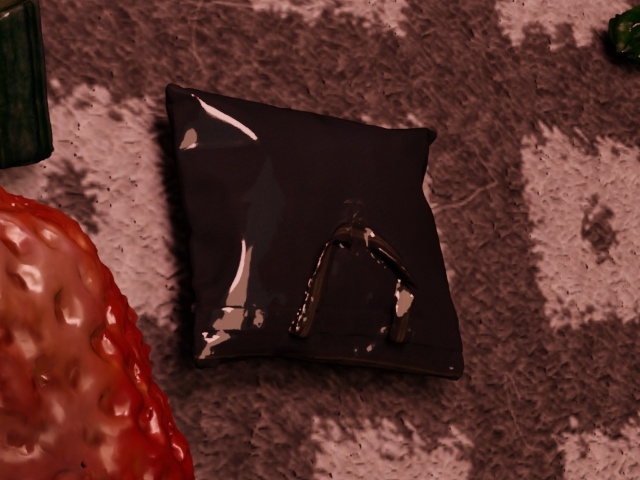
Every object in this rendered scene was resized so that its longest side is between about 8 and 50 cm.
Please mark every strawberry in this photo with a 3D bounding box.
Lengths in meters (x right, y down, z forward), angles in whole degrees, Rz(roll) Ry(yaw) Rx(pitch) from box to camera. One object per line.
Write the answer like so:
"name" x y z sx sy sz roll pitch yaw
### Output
"strawberry" -0.189 0.107 1.190 0.336 0.149 0.265 45 54 -16

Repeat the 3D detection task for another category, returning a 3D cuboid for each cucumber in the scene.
"cucumber" -0.221 -0.101 1.247 0.116 0.062 0.115 -29 124 -48

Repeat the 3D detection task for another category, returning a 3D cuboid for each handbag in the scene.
"handbag" 0.000 0.000 1.392 0.254 0.089 0.211 8 69 -37

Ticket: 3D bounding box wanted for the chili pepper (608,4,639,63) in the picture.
"chili pepper" 0.345 -0.178 1.701 0.216 0.062 0.108 -3 77 -33
